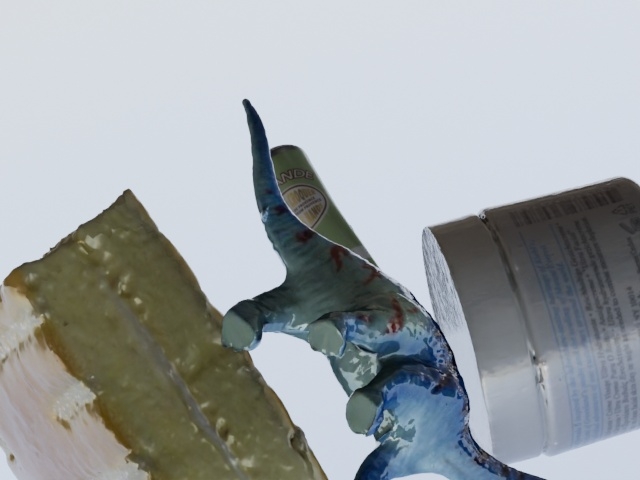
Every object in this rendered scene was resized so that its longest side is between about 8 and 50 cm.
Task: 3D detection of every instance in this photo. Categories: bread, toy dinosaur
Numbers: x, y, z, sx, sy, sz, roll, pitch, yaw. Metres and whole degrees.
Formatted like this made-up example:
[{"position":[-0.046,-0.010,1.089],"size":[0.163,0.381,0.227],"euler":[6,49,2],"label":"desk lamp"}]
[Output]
[{"position":[-0.125,0.118,1.253],"size":[0.111,0.239,0.246],"euler":[-36,-177,-28],"label":"bread"},{"position":[0.029,0.066,1.065],"size":[0.144,0.329,0.076],"euler":[-35,170,-50],"label":"toy dinosaur"}]

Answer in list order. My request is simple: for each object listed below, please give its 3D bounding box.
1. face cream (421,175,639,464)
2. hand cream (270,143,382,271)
[{"position":[0.165,0.055,1.365],"size":[0.153,0.177,0.177],"euler":[-14,-159,-5],"label":"face cream"},{"position":[0.000,0.000,1.846],"size":[0.086,0.055,0.235],"euler":[-40,-123,20],"label":"hand cream"}]
